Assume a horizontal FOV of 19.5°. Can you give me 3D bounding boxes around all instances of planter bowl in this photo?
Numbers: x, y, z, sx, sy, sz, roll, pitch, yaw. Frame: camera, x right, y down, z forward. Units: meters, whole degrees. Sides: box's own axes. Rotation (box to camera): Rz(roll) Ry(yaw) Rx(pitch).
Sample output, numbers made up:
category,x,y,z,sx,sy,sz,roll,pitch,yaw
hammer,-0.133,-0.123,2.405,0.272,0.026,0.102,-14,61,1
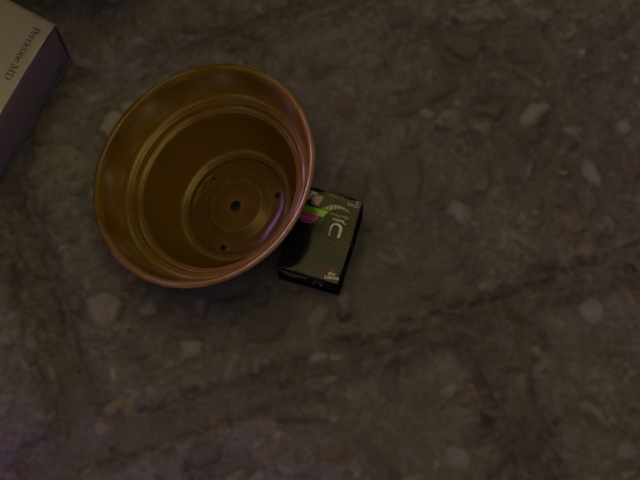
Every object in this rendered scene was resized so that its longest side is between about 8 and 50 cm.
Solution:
category,x,y,z,sx,sy,sz,roll,pitch,yaw
planter bowl,-0.092,-0.045,1.711,0.217,0.090,0.217,-8,67,19

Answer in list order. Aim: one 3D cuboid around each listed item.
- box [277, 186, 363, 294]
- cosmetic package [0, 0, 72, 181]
category,x,y,z,sx,sy,sz,roll,pitch,yaw
box,0.000,0.000,1.733,0.062,0.052,0.083,16,78,5
cosmetic package,-0.410,-0.189,1.749,0.309,0.113,0.160,26,78,7
